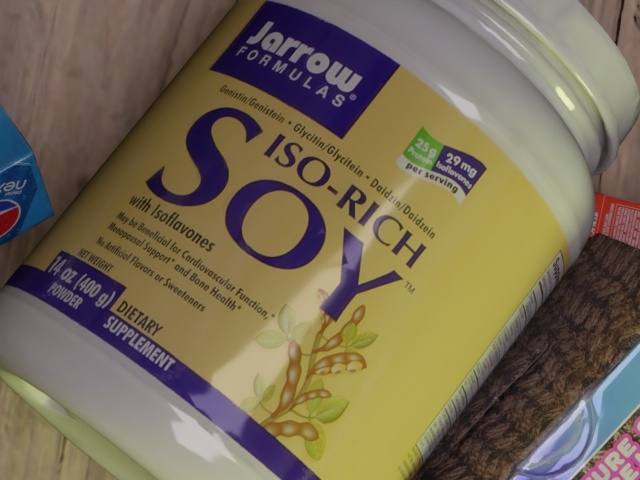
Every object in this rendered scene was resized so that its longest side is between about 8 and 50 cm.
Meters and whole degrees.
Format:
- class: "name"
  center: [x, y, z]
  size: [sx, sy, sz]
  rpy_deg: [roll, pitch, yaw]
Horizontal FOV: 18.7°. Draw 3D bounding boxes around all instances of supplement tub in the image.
- class: "supplement tub"
  center: [0.000, 0.000, 1.070]
  size: [0.241, 0.241, 0.331]
  rpy_deg: [40, 77, -13]

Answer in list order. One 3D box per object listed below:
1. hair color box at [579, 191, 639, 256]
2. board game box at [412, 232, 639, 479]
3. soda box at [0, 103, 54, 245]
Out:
- class: "hair color box"
  center: [0.213, 0.007, 1.209]
  size: [0.167, 0.093, 0.053]
  rpy_deg: [14, 89, -15]
- class: "board game box"
  center: [0.198, 0.184, 1.110]
  size: [0.232, 0.141, 0.291]
  rpy_deg: [-45, 107, -3]
- class: "soda box"
  center: [-0.227, -0.087, 1.047]
  size: [0.071, 0.067, 0.210]
  rpy_deg: [-30, 64, -13]
